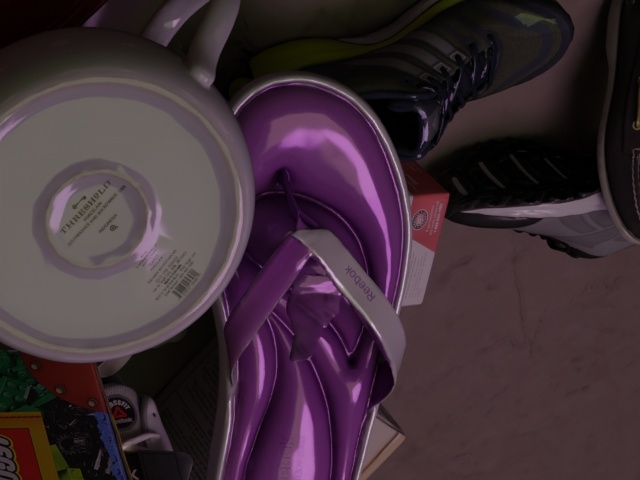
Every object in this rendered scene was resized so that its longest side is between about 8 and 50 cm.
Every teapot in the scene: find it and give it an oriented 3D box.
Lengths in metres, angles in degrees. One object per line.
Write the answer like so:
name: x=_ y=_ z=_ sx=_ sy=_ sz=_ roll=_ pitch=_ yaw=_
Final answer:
teapot: x=-0.172 y=-0.051 z=1.388 sx=0.256 sy=0.187 sz=0.252 roll=-8 pitch=114 yaw=-12

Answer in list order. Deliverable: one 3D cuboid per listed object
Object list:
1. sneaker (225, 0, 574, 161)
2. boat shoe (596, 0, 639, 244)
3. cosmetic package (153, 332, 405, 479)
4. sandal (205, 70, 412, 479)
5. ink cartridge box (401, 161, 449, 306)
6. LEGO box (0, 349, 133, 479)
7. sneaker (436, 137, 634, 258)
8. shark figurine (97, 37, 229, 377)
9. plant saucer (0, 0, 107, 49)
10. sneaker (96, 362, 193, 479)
sneaker: x=0.081 y=-0.120 z=1.571 sx=0.300 sy=0.121 sz=0.111 roll=-22 pitch=130 yaw=-16
boat shoe: x=0.288 y=-0.110 z=1.664 sx=0.081 sy=0.069 sz=0.228 roll=1 pitch=88 yaw=-35
cosmetic package: x=-0.094 y=0.214 z=1.673 sx=0.309 sy=0.160 sz=0.113 roll=-47 pitch=131 yaw=7
sandal: x=-0.004 y=0.075 z=1.487 sx=0.169 sy=0.102 sz=0.416 roll=-5 pitch=114 yaw=-13
ink cartridge box: x=0.000 y=0.000 z=1.643 sx=0.198 sy=0.067 sz=0.115 roll=-5 pitch=123 yaw=-30
LEGO box: x=-0.395 y=0.305 z=1.437 sx=0.372 sy=0.193 sz=0.500 roll=3 pitch=137 yaw=-31
sneaker: x=0.219 y=-0.027 z=1.735 sx=0.271 sy=0.100 sz=0.108 roll=-2 pitch=126 yaw=-30
shark figurine: x=-0.156 y=-0.012 z=1.528 sx=0.166 sy=0.116 sz=0.278 roll=-41 pitch=153 yaw=-48
plant saucer: x=-0.263 y=-0.199 z=1.365 sx=0.258 sy=0.048 sz=0.259 roll=-42 pitch=133 yaw=2
sneaker: x=-0.162 y=0.196 z=1.509 sx=0.122 sy=0.330 sz=0.146 roll=-13 pitch=121 yaw=-18
